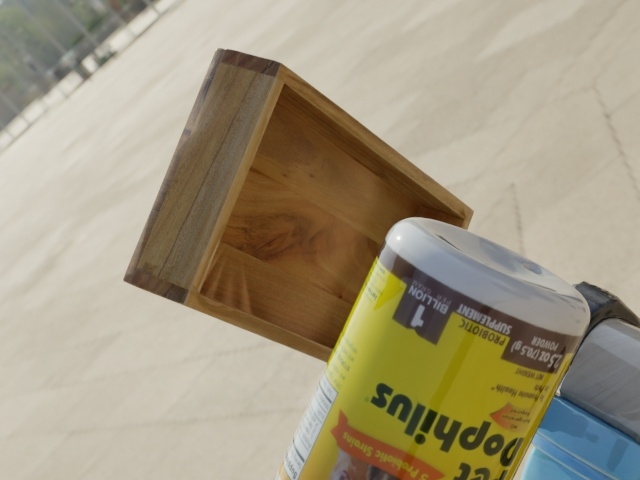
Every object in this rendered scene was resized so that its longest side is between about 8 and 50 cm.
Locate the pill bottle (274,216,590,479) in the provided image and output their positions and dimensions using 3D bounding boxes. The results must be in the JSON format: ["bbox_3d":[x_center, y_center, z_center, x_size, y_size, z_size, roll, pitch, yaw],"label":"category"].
[{"bbox_3d":[0.050,0.104,0.713,0.117,0.117,0.215,-107,40,-76],"label":"pill bottle"}]

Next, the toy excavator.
[{"bbox_3d":[0.316,0.318,1.334,0.222,0.433,0.445,32,93,45],"label":"toy excavator"}]

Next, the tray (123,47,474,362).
[{"bbox_3d":[0.000,0.000,1.193,0.076,0.411,0.202,19,84,32],"label":"tray"}]
